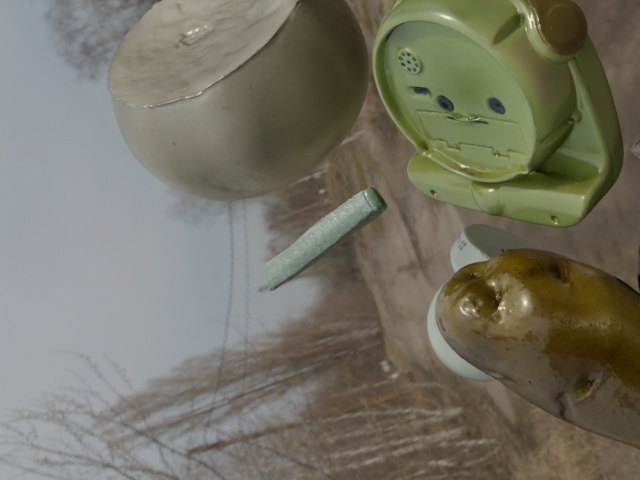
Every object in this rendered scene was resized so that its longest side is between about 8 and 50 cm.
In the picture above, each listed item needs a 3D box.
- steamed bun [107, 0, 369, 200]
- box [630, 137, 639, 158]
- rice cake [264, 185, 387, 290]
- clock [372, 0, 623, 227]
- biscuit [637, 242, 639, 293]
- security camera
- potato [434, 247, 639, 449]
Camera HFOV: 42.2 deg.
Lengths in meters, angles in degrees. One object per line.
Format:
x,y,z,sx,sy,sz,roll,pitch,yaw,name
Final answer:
-0.092,-0.188,1.018,0.206,0.324,0.324,51,-166,-40,steamed bun
0.442,-0.076,0.860,0.199,0.135,0.081,49,143,11,box
-0.001,-0.001,0.881,0.033,0.170,0.029,59,-152,12,rice cake
0.148,-0.161,0.796,0.235,0.096,0.308,18,144,48,clock
0.572,-0.025,0.986,0.091,0.407,0.407,50,-170,-22,biscuit
0.270,0.114,1.353,0.195,0.194,0.236,-105,34,-65,security camera
0.301,0.124,0.881,0.176,0.369,0.196,-48,-17,-56,potato
